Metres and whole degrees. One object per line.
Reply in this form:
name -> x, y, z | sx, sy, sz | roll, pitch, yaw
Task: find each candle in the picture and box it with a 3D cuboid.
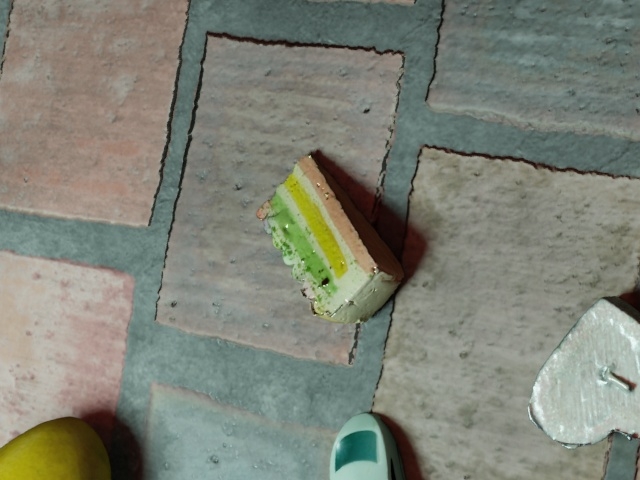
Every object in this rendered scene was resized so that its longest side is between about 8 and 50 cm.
candle -> 0.330, 0.147, 1.654 | 0.192, 0.068, 0.168 | -5, 87, 24

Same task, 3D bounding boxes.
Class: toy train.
toy train -> 0.073, 0.407, 1.746 | 0.086, 0.088, 0.407 | -17, 78, 24

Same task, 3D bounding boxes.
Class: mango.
mango -> -0.426, 0.425, 1.887 | 0.232, 0.300, 0.445 | 38, 85, -4

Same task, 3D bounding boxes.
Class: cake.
cake -> 0.013, 0.006, 1.836 | 0.109, 0.090, 0.225 | -47, 50, 18
